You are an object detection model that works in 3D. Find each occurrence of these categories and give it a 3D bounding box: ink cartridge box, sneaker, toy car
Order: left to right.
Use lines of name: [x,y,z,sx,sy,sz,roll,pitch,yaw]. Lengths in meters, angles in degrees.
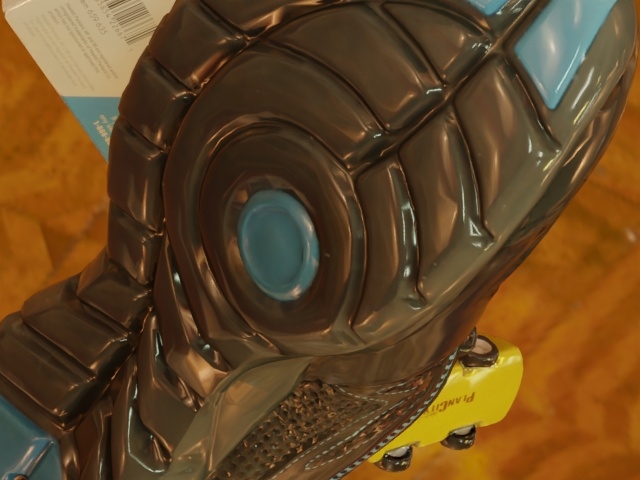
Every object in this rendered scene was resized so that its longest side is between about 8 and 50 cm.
ink cartridge box: [-0.030,-0.111,0.831,0.180,0.060,0.104,-23,132,10]
toy car: [-0.029,0.105,0.974,0.239,0.053,0.225,27,102,-48]
sneaker: [0.000,0.000,0.655,0.140,0.125,0.341,-12,157,-40]
